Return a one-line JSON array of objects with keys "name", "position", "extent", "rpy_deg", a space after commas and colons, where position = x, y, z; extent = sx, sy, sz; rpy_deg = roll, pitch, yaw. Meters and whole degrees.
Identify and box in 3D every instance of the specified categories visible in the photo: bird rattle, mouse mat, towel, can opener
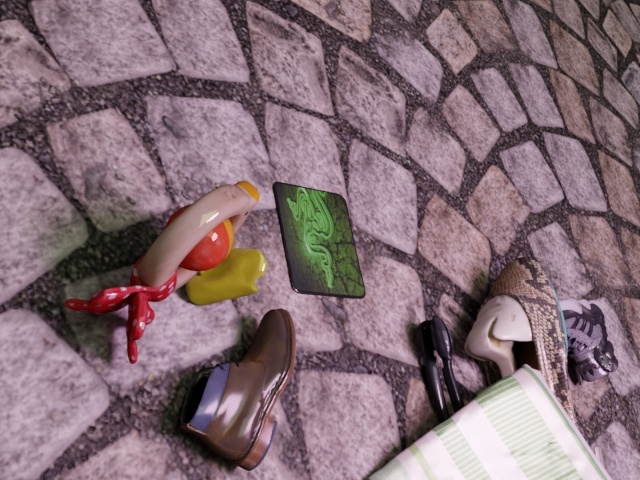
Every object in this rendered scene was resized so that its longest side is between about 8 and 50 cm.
[{"name": "bird rattle", "position": [-0.169, 0.013, 0.905], "extent": [0.143, 0.207, 0.253], "rpy_deg": [46, 30, 15]}, {"name": "mouse mat", "position": [0.000, 0.000, 1.203], "extent": [0.152, 0.007, 0.189], "rpy_deg": [8, 60, -40]}, {"name": "towel", "position": [0.258, 0.358, 1.111], "extent": [0.325, 0.038, 0.248], "rpy_deg": [-30, 84, -23]}, {"name": "can opener", "position": [0.192, 0.214, 1.220], "extent": [0.073, 0.059, 0.186], "rpy_deg": [23, 57, -67]}]

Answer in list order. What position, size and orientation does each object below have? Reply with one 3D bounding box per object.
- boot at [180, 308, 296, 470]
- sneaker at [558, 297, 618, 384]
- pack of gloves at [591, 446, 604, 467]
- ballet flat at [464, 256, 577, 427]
[{"name": "boot", "position": [-0.099, 0.163, 0.954], "extent": [0.106, 0.082, 0.219], "rpy_deg": [33, 49, -28]}, {"name": "sneaker", "position": [0.487, 0.197, 1.467], "extent": [0.268, 0.101, 0.153], "rpy_deg": [3, 61, -45]}, {"name": "pack of gloves", "position": [0.464, 0.468, 1.292], "extent": [0.195, 0.046, 0.232], "rpy_deg": [34, 50, -62]}, {"name": "ballet flat", "position": [0.328, 0.241, 1.263], "extent": [0.182, 0.164, 0.483], "rpy_deg": [9, 63, -29]}]
